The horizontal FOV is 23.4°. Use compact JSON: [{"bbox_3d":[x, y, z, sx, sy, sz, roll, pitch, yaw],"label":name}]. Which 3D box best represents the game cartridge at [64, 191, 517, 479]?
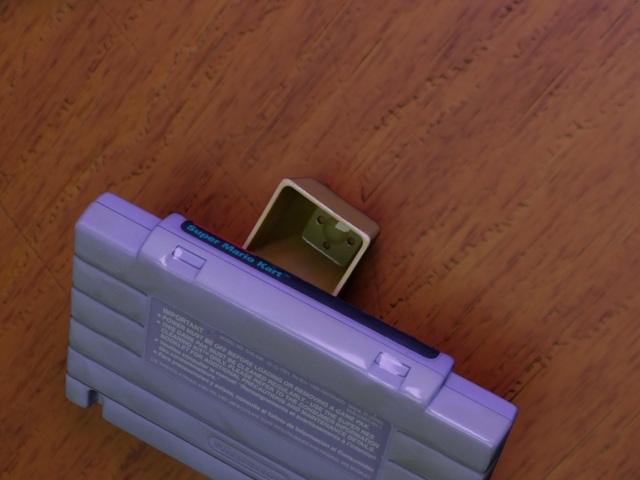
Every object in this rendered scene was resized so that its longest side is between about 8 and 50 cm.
[{"bbox_3d":[-0.035,0.119,1.193,0.355,0.068,0.230,27,134,13],"label":"game cartridge"}]

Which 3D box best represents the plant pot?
[{"bbox_3d":[0.000,0.000,1.191,0.081,0.083,0.081,36,111,11],"label":"plant pot"}]
